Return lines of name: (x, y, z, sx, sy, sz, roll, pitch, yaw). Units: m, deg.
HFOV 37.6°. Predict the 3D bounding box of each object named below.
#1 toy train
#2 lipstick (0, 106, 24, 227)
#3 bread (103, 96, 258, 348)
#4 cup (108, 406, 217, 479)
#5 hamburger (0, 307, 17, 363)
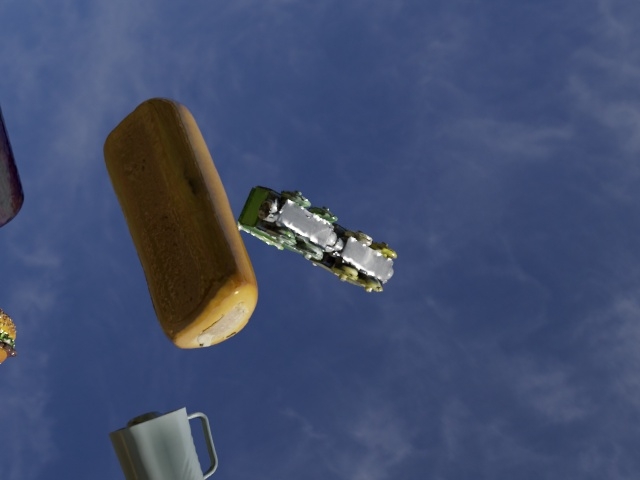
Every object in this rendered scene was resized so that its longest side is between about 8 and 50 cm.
toy train: (0.000, 0.000, 1.010, 0.081, 0.202, 0.060, 17, -99, 48)
lipstick: (-0.240, -0.134, 0.538, 0.081, 0.299, 0.081, -3, -144, 2)
bread: (-0.113, -0.015, 0.772, 0.093, 0.074, 0.239, -38, -129, 16)
cup: (-0.201, 0.287, 1.251, 0.095, 0.128, 0.129, -26, -99, 57)
hamburger: (-0.534, 0.124, 1.393, 0.137, 0.166, 0.087, -12, -130, 42)
